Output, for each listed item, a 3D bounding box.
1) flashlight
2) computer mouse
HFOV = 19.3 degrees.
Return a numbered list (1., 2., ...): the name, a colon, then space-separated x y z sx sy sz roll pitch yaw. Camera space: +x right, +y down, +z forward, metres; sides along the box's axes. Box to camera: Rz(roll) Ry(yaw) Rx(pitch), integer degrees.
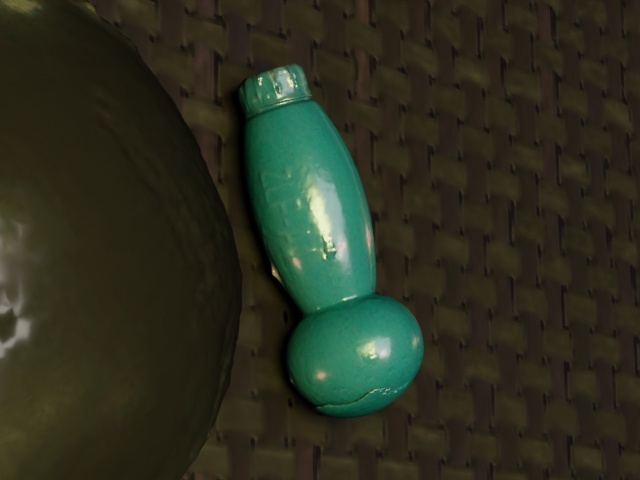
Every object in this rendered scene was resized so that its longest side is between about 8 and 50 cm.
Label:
1. flashlight: 0.000 0.000 0.677 0.051 0.051 0.129 -17 89 -43
2. computer mouse: -0.126 0.038 0.526 0.295 0.087 0.168 -42 111 -38
